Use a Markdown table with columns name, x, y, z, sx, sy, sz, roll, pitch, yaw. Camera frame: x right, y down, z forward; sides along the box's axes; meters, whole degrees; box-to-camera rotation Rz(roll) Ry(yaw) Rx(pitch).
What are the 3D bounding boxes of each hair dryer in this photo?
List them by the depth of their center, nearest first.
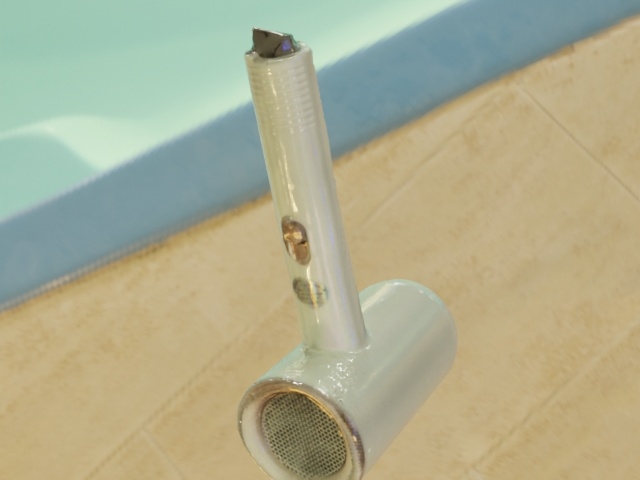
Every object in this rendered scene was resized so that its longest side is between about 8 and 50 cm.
| name | x | y | z | sx | sy | sz | roll | pitch | yaw |
| --- | --- | --- | --- | --- | --- | --- | --- | --- | --- |
| hair dryer | 0.000 | 0.000 | 0.705 | 0.073 | 0.131 | 0.236 | -1 | 115 | 33 |
